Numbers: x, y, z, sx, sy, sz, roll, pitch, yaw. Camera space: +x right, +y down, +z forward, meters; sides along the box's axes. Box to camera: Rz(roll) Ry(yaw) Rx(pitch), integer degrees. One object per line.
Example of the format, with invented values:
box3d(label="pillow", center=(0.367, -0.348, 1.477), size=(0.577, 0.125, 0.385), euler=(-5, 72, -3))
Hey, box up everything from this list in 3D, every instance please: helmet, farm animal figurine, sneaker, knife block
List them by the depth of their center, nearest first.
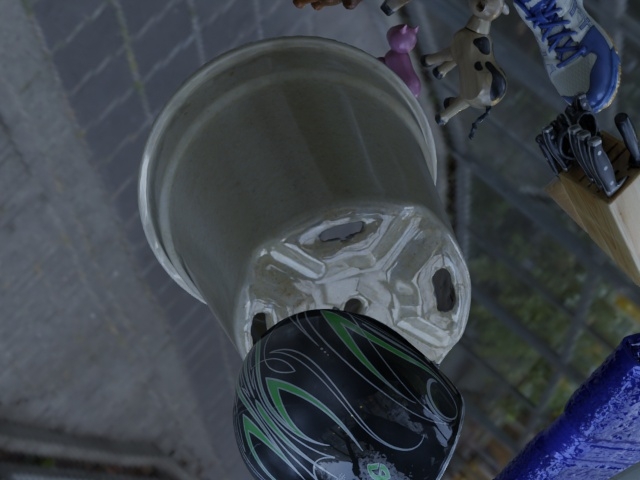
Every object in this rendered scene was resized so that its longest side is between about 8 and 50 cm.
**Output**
box3d(label="helmet", center=(0.012, 0.133, 1.009), size=(0.169, 0.161, 0.169), euler=(-57, -173, 11))
box3d(label="knife block", center=(0.393, -0.064, 1.711), size=(0.088, 0.276, 0.242), euler=(-44, -179, -6))
box3d(label="farm animal figurine", center=(0.140, -0.348, 1.752), size=(0.172, 0.330, 0.327), euler=(-26, -139, 46))
box3d(label="sneaker", center=(0.334, -0.315, 1.911), size=(0.131, 0.297, 0.112), euler=(14, 140, -44))

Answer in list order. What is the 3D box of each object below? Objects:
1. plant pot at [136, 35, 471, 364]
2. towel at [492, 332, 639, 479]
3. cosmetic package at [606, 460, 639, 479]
box3d(label="plant pot", center=(0.000, 0.000, 1.306), size=(0.334, 0.333, 0.305), euler=(-53, -154, 12))
box3d(label="towel", center=(0.311, 0.214, 1.406), size=(0.227, 0.076, 0.308), euler=(11, 130, -33))
box3d(label="cosmetic package", center=(0.290, 0.153, 0.706), size=(0.284, 0.097, 0.377), euler=(-30, 151, 7))
